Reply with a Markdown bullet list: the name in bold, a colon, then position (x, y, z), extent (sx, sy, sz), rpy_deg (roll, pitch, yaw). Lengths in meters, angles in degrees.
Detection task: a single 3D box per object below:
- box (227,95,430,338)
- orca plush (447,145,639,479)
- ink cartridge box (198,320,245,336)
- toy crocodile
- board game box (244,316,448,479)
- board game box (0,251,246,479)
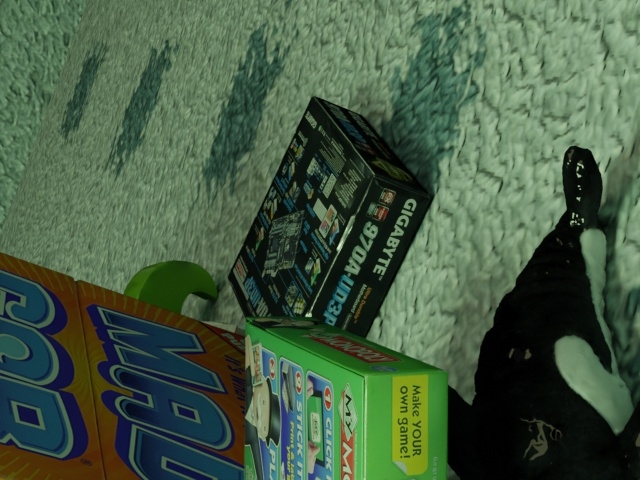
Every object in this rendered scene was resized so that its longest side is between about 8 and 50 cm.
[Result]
- **box**: position (0.000, 0.000, 1.244), extent (0.175, 0.051, 0.220), rpy_deg (-65, 20, 13)
- **orca plush**: position (0.103, 0.076, 0.807), extent (0.151, 0.102, 0.287), rpy_deg (-35, 38, 58)
- **ink cartridge box**: position (-0.089, 0.105, 1.416), extent (0.115, 0.029, 0.062), rpy_deg (-4, 67, 68)
- **toy crocodile**: position (-0.173, 0.175, 1.487), extent (0.115, 0.105, 0.340), rpy_deg (-35, 44, 58)
- **board game box**: position (0.007, 0.210, 0.856), extent (0.213, 0.046, 0.317), rpy_deg (-166, 75, -70)
- **board game box**: position (-0.234, 0.247, 1.160), extent (0.356, 0.356, 0.356), rpy_deg (-64, 20, 15)
